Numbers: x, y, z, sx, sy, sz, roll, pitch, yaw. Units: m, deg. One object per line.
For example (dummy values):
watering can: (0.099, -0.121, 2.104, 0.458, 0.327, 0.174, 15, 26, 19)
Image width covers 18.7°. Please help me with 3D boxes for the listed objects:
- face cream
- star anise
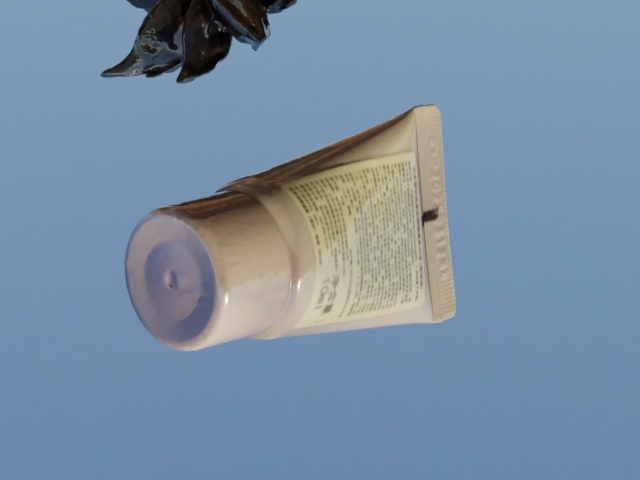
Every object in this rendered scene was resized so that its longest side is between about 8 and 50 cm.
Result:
face cream: (0.000, 0.000, 1.270, 0.096, 0.154, 0.274, -2, -172, 43)
star anise: (-0.068, -0.186, 1.462, 0.180, 0.061, 0.204, 13, -118, 43)
